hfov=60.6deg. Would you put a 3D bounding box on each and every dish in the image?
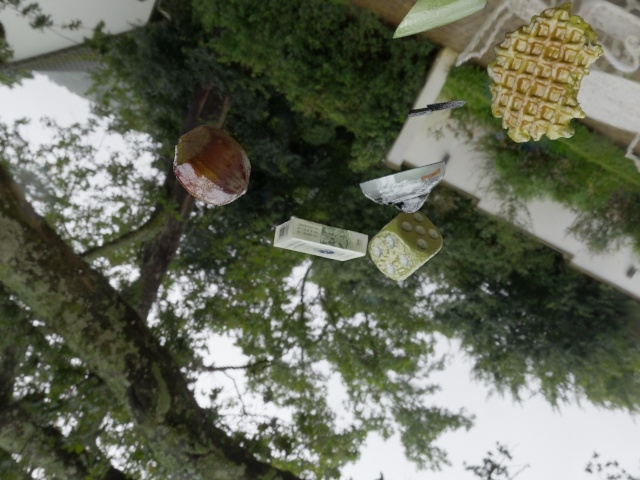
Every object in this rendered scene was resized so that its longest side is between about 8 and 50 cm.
[{"bbox_3d":[0.268,-0.152,1.717,0.273,0.134,0.273,-14,-176,1],"label":"dish"}]

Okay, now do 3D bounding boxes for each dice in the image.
[{"bbox_3d":[0.372,0.022,2.411,0.233,0.238,0.227,49,-130,8],"label":"dice"}]

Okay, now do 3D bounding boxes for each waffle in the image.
[{"bbox_3d":[0.516,-0.381,1.269,0.058,0.301,0.281,-5,-176,-36],"label":"waffle"}]

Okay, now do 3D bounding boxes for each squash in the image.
[{"bbox_3d":[0.302,-0.668,1.460,0.260,0.189,0.189,-14,-162,3],"label":"squash"}]

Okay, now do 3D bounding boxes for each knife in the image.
[{"bbox_3d":[0.419,-0.483,1.980,0.230,0.028,0.060,-2,167,34],"label":"knife"}]

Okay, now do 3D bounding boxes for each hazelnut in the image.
[{"bbox_3d":[-0.293,-0.199,1.485,0.181,0.212,0.181,7,144,24],"label":"hazelnut"}]

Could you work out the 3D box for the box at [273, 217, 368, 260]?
[{"bbox_3d":[0.000,-0.001,1.745,0.256,0.069,0.164,13,166,-23],"label":"box"}]
